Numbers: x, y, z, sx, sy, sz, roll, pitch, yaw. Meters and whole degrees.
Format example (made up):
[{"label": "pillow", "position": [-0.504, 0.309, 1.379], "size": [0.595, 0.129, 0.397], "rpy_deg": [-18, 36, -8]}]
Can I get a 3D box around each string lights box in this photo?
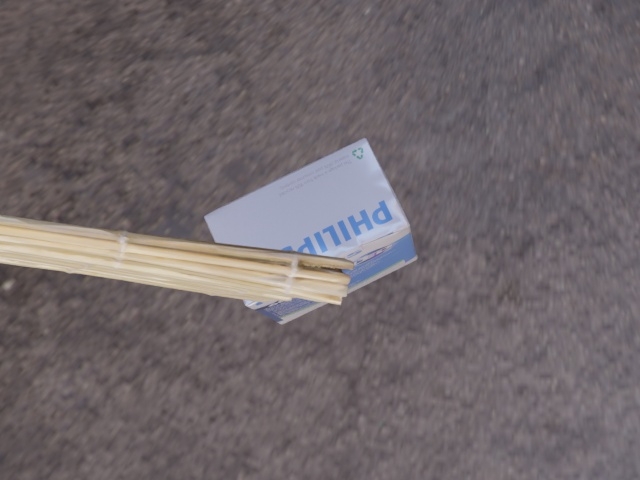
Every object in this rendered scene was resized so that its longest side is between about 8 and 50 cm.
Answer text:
[{"label": "string lights box", "position": [0.000, 0.000, 1.387], "size": [0.133, 0.260, 0.077], "rpy_deg": [-26, 83, 1]}]

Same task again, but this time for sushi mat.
[{"label": "sushi mat", "position": [-0.157, -0.003, 0.711], "size": [0.316, 0.151, 0.019], "rpy_deg": [8, 86, -14]}]
